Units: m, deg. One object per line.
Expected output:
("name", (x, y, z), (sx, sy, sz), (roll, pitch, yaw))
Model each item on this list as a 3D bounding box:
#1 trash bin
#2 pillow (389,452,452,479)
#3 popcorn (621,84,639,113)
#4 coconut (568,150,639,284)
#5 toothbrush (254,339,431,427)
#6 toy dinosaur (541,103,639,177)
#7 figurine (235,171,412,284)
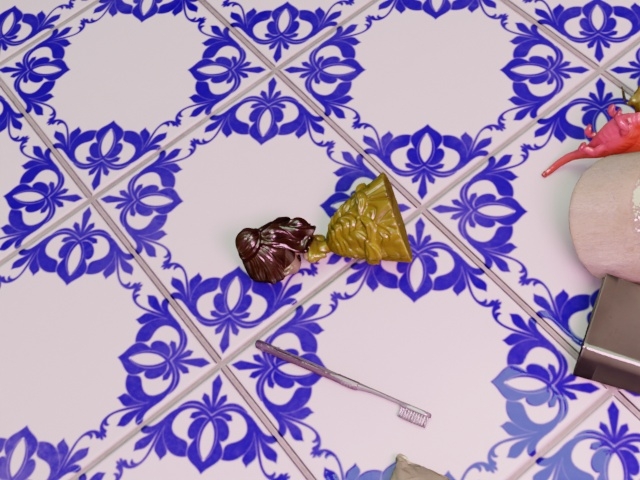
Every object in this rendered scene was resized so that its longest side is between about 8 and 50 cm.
("trash bin", (0.573, 0.178, 1.466), (0.240, 0.122, 0.164), (17, 65, 16))
("pillow", (0.197, 0.512, 1.366), (0.281, 0.076, 0.274), (20, 64, 18))
("popcorn", (0.648, -0.208, 1.622), (0.173, 0.195, 0.168), (14, 63, 23))
("coconut", (0.561, -0.039, 1.520), (0.237, 0.266, 0.237), (3, 84, -30))
("toothbrush", (0.034, 0.257, 1.565), (0.354, 0.024, 0.029), (21, 75, 19))
("toy dinosaur", (0.552, -0.161, 1.615), (0.139, 0.286, 0.070), (35, 54, -4))
("figurine", (0.001, 0.002, 1.658), (0.315, 0.168, 0.187), (-18, 70, 10))
